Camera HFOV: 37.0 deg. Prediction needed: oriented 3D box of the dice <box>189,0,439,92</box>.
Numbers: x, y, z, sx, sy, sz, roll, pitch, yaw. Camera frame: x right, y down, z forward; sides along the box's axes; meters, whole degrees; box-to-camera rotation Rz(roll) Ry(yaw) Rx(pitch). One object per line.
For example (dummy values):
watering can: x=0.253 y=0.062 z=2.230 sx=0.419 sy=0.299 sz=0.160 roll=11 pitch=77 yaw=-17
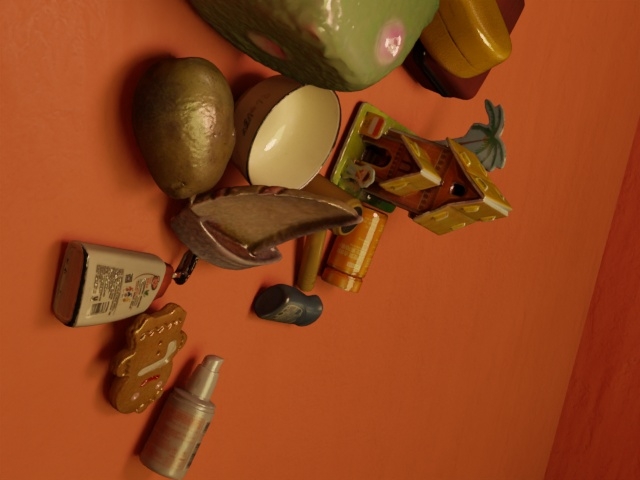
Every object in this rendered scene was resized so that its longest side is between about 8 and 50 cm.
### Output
dice: x=-0.009 y=-0.454 z=1.555 sx=0.330 sy=0.322 sz=0.318 roll=-60 pitch=147 yaw=-6

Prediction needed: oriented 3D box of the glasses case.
glasses case: x=0.242 y=-0.503 z=1.907 sx=0.173 sy=0.141 sz=0.371 roll=-24 pitch=91 yaw=-56

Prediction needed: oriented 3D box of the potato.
potato: x=-0.225 y=-0.179 z=1.588 sx=0.174 sy=0.159 sz=0.251 roll=-11 pitch=110 yaw=-21

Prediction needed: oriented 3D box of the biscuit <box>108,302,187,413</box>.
biscuit: x=-0.321 y=0.229 z=1.774 sx=0.184 sy=0.035 sz=0.248 roll=-19 pitch=137 yaw=-53

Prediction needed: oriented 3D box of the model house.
model house: x=0.266 y=-0.189 z=2.100 sx=0.300 sy=0.324 sz=0.340 roll=21 pitch=93 yaw=-57

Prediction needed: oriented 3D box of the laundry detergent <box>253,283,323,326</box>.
laundry detergent: x=-0.058 y=0.149 z=2.093 sx=0.097 sy=0.061 sz=0.206 roll=-38 pitch=152 yaw=16

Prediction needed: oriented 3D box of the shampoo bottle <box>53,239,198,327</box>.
shampoo bottle: x=-0.330 y=0.065 z=1.671 sx=0.284 sy=0.071 sz=0.153 roll=-7 pitch=120 yaw=-55

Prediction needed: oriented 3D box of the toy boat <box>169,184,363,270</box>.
toy boat: x=-0.122 y=-0.040 z=1.736 sx=0.276 sy=0.293 sz=0.111 roll=17 pitch=55 yaw=-35

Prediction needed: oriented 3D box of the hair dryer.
hair dryer: x=0.000 y=0.000 z=2.044 sx=0.090 sy=0.135 sz=0.278 roll=-27 pitch=141 yaw=-42

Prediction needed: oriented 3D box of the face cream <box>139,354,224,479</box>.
face cream: x=-0.265 y=0.343 z=1.909 sx=0.101 sy=0.101 sz=0.251 roll=28 pitch=87 yaw=-57

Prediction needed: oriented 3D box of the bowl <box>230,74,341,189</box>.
bowl: x=-0.084 y=-0.208 z=1.766 sx=0.238 sy=0.126 sz=0.237 roll=-36 pitch=146 yaw=-29

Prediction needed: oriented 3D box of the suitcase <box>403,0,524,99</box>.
suitcase: x=0.309 y=-0.481 z=2.121 sx=0.297 sy=0.161 sz=0.236 roll=-62 pitch=146 yaw=-6

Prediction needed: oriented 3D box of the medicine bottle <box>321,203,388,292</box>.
medicine bottle: x=0.077 y=0.014 z=2.176 sx=0.096 sy=0.096 sz=0.191 roll=15 pitch=99 yaw=-56
